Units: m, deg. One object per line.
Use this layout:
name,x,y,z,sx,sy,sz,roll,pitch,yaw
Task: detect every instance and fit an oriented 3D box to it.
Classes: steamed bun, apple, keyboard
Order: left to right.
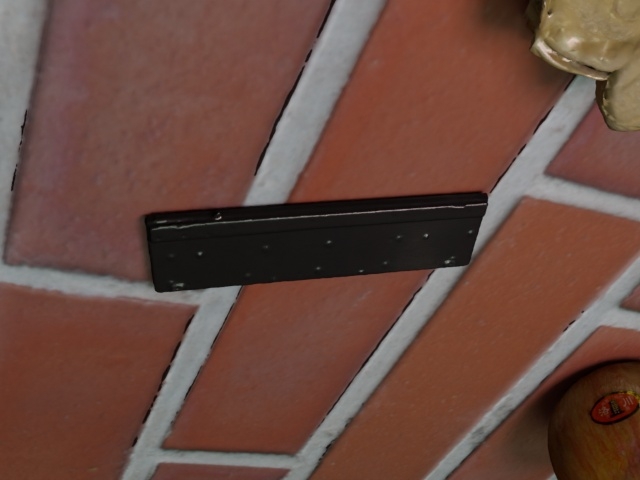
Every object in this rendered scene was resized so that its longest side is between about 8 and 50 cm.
keyboard,0.000,0.000,0.697,0.309,0.018,0.101,-5,138,-10
apple,0.395,0.261,0.952,0.211,0.188,0.211,-6,133,-7
steamed bun,0.234,-0.162,0.511,0.177,0.106,0.192,21,144,5
